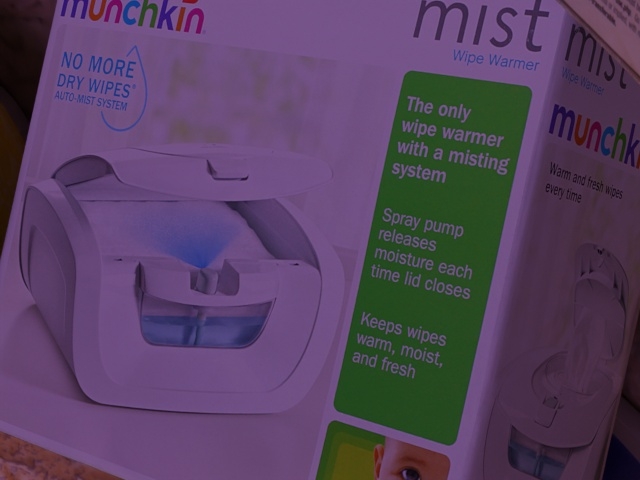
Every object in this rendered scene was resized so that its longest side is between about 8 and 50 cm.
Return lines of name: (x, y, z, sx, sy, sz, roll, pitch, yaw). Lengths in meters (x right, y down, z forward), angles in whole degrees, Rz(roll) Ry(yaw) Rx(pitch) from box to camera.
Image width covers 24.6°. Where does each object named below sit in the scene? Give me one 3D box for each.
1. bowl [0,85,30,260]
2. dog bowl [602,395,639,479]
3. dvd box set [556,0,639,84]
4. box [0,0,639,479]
bowl: (-0.252, -0.025, 0.845, 0.289, 0.156, 0.289, 17, 123, 27)
dog bowl: (0.065, 0.178, 0.769, 0.265, 0.104, 0.265, 16, 122, 28)
dvd box set: (0.093, -0.266, 0.391, 0.307, 0.062, 0.420, -124, 25, -43)
box: (0.000, 0.000, 0.634, 0.262, 0.127, 0.231, 14, 92, 36)
